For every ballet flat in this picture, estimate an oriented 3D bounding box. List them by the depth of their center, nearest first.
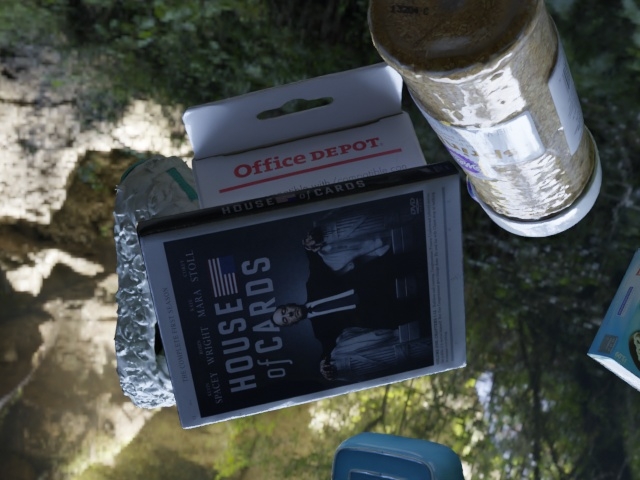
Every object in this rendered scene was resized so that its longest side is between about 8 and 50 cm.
[{"bbox_3d":[-0.175,0.087,1.140,0.147,0.409,0.147,2,-139,-2],"label":"ballet flat"}]

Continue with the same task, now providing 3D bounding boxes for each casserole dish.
[{"bbox_3d":[0.074,0.267,1.001,0.188,0.114,0.037,-1,172,43],"label":"casserole dish"}]

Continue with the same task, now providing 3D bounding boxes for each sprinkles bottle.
[{"bbox_3d":[0.149,-0.110,0.765,0.121,0.121,0.355,28,175,28],"label":"sprinkles bottle"}]

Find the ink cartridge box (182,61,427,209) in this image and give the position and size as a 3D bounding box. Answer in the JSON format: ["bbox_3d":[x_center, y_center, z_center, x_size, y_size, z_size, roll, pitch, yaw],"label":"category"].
[{"bbox_3d":[0.000,0.000,0.901,0.207,0.353,0.119,-14,-119,-3],"label":"ink cartridge box"}]

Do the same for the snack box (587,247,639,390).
[{"bbox_3d":[0.571,0.172,1.450,0.322,0.187,0.060,33,168,-23],"label":"snack box"}]

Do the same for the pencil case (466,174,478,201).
[{"bbox_3d":[0.222,-0.095,1.098,0.070,0.152,0.064,-33,-99,-19],"label":"pencil case"}]

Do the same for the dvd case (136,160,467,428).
[{"bbox_3d":[-0.006,0.044,0.723,0.238,0.179,0.029,-12,-151,-9],"label":"dvd case"}]
